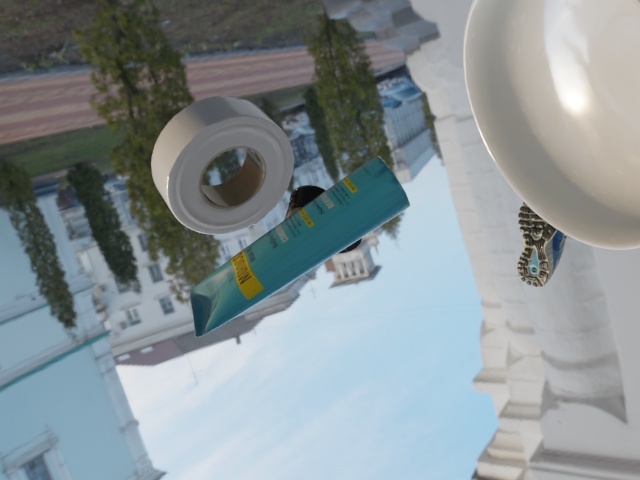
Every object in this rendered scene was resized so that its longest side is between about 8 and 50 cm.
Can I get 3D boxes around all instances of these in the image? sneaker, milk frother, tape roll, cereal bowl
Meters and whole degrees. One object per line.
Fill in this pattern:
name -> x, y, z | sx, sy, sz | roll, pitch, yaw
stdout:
sneaker -> 0.339, -0.013, 0.920 | 0.063, 0.162, 0.073 | 21, -153, 37
milk frother -> 0.000, 0.000, 1.055 | 0.143, 0.129, 0.134 | 14, -133, 1
tape roll -> -0.201, -0.152, 1.275 | 0.286, 0.286, 0.100 | -21, -135, -23
cereal bowl -> 0.316, -0.168, 0.673 | 0.141, 0.338, 0.339 | -28, -168, -12

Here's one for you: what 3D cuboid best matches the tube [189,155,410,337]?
tube -> -0.023, 0.006, 0.519 | 0.207, 0.052, 0.080 | -34, -157, 0
